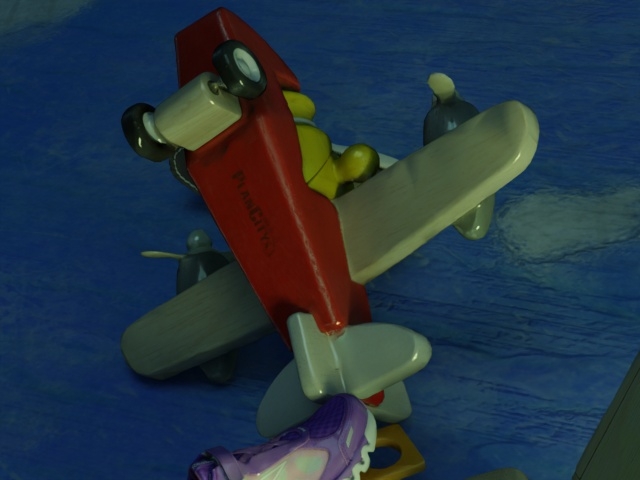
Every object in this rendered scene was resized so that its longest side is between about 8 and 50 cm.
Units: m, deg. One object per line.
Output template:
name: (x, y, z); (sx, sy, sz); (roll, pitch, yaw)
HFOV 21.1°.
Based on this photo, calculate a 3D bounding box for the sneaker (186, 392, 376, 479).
sneaker: (-0.056, 0.208, 1.460); (0.236, 0.104, 0.095); (-43, 20, -12)

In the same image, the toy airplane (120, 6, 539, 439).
toy airplane: (0.000, 0.000, 1.642); (0.386, 0.384, 0.272); (19, 13, 26)

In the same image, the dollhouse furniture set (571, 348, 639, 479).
dollhouse furniture set: (0.417, 0.145, 1.184); (0.394, 0.256, 0.362); (12, 29, -20)

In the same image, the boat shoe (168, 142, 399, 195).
boat shoe: (-0.041, -0.057, 1.876); (0.324, 0.116, 0.097); (17, 42, 28)

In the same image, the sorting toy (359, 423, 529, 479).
sorting toy: (0.102, 0.278, 1.423); (0.196, 0.047, 0.347); (-12, 35, -4)
